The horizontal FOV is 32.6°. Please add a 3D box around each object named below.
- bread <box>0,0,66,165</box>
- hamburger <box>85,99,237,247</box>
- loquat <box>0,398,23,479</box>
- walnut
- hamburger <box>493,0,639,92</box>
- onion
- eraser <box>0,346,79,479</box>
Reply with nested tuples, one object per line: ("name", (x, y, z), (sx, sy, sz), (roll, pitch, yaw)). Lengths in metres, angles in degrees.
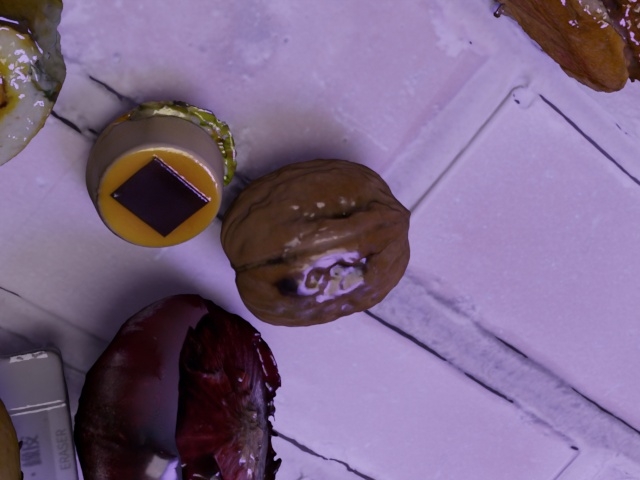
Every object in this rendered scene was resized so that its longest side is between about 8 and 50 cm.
("bread", (-0.324, -0.130, 0.858), (0.257, 0.124, 0.185), (-13, 128, -15))
("hamburger", (-0.143, -0.063, 0.985), (0.127, 0.081, 0.141), (23, 119, -27))
("loquat", (-0.366, 0.211, 0.934), (0.244, 0.244, 0.243), (-9, 120, -16))
("walnut", (0.000, 0.000, 1.037), (0.184, 0.155, 0.155), (-15, 122, -7))
("hamburger", (0.243, -0.245, 0.986), (0.155, 0.245, 0.282), (-49, 167, 4))
("onion", (-0.157, 0.185, 1.041), (0.195, 0.272, 0.272), (-3, 126, 23))
("eraser", (-0.289, 0.249, 1.111), (0.089, 0.061, 0.351), (-9, 119, -16))
